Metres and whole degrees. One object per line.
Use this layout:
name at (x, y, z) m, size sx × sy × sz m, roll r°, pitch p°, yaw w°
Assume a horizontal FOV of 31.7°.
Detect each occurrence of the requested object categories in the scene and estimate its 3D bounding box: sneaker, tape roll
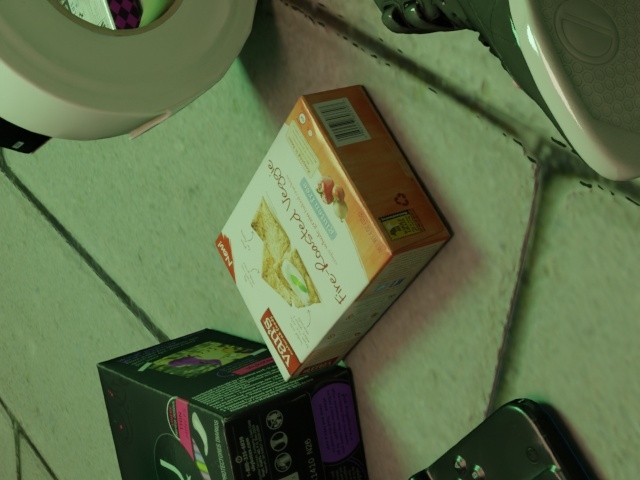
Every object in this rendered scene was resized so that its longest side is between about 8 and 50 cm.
sneaker at (0.115, -0.147, 0.713) m, size 0.147 × 0.105 × 0.295 m, roll -48°, pitch 58°, yaw 54°
tape roll at (-0.198, -0.231, 0.965) m, size 0.100 × 0.286 × 0.286 m, roll -17°, pitch 89°, yaw 56°

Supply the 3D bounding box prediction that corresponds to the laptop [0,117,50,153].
laptop at (-0.450, -0.235, 1.430) m, size 0.234 × 0.137 × 0.264 m, roll -19°, pitch 97°, yaw 56°

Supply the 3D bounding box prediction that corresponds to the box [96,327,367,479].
box at (-0.093, 0.200, 1.123) m, size 0.270 × 0.143 × 0.165 m, roll 8°, pitch 111°, yaw 55°

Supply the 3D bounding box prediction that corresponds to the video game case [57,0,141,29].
video game case at (-0.287, -0.300, 1.285) m, size 0.210 × 0.042 × 0.232 m, roll -26°, pitch 81°, yaw 56°

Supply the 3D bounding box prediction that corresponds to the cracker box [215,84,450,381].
cracker box at (0.000, 0.000, 0.970) m, size 0.155 × 0.067 × 0.232 m, roll 61°, pitch 145°, yaw 20°

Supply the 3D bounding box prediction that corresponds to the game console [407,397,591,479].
game console at (0.116, 0.309, 0.837) m, size 0.293 × 0.173 × 0.250 m, roll 60°, pitch 145°, yaw 19°
